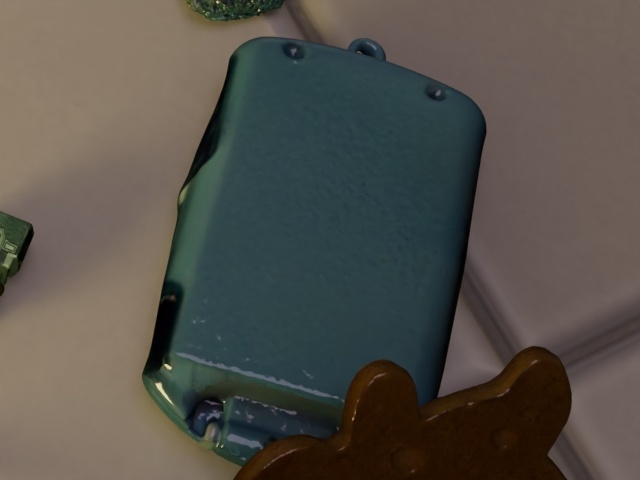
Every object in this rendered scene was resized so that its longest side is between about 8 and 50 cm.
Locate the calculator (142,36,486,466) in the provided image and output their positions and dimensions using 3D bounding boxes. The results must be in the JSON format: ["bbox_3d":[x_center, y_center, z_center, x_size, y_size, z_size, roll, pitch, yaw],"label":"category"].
[{"bbox_3d":[0.000,0.000,0.965,0.173,0.051,0.293,16,61,-5],"label":"calculator"}]

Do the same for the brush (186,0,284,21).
[{"bbox_3d":[-0.082,-0.226,1.073,0.070,0.021,0.196,-14,68,-22],"label":"brush"}]

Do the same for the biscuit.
[{"bbox_3d":[0.042,0.125,0.888,0.205,0.031,0.138,-13,112,-22],"label":"biscuit"}]

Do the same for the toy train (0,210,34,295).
[{"bbox_3d":[-0.196,0.019,0.917,0.053,0.033,0.083,21,62,-7],"label":"toy train"}]
